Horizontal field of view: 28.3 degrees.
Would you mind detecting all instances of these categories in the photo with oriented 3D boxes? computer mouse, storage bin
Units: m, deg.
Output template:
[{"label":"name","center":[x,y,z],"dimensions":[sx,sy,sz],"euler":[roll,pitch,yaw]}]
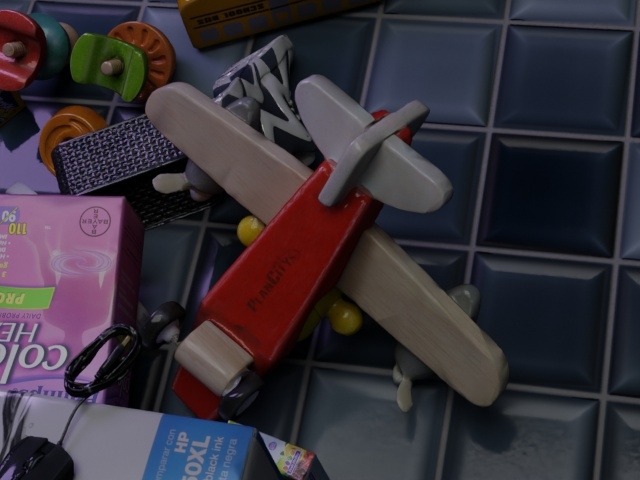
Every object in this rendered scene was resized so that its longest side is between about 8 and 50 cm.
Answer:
[{"label":"computer mouse","center":[-0.234,0.172,1.136],"dimensions":[0.071,0.041,0.242],"euler":[17,62,20]},{"label":"storage bin","center":[-0.223,-0.080,1.550],"dimensions":[0.180,0.122,0.084],"euler":[-20,60,-1]}]

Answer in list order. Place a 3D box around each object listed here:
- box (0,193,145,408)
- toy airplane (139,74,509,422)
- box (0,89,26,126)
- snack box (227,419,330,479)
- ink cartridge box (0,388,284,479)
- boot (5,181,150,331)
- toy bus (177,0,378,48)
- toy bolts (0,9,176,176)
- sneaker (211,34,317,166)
[{"label":"box","center":[-0.319,0.079,1.404],"dimensions":[0.213,0.117,0.243],"euler":[2,74,4]},{"label":"toy airplane","center":[0.000,0.000,1.383],"dimensions":[0.384,0.272,0.386],"euler":[-6,93,21]},{"label":"box","center":[-0.471,-0.229,1.713],"dimensions":[0.054,0.059,0.169],"euler":[-41,63,-12]},{"label":"snack box","center":[-0.044,0.242,1.333],"dimensions":[0.100,0.141,0.037],"euler":[17,67,18]},{"label":"ink cartridge box","center":[-0.240,0.279,1.265],"dimensions":[0.394,0.285,0.166],"euler":[7,62,13]},{"label":"boot","center":[-0.327,0.047,1.514],"dimensions":[0.123,0.095,0.258],"euler":[-41,67,-14]},{"label":"toy bus","center":[-0.027,-0.360,1.662],"dimensions":[0.332,0.130,0.108],"euler":[-14,59,2]},{"label":"toy bolts","center":[-0.313,-0.205,1.659],"dimensions":[0.228,0.158,0.218],"euler":[25,109,11]},{"label":"sneaker","center":[-0.060,-0.152,1.589],"dimensions":[0.094,0.153,0.235],"euler":[-28,17,25]}]
